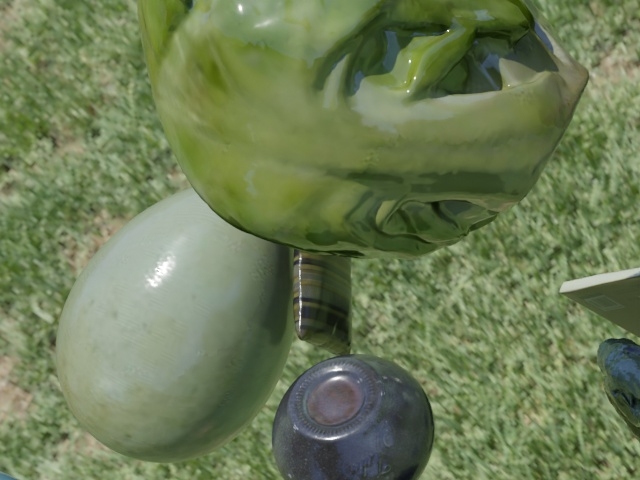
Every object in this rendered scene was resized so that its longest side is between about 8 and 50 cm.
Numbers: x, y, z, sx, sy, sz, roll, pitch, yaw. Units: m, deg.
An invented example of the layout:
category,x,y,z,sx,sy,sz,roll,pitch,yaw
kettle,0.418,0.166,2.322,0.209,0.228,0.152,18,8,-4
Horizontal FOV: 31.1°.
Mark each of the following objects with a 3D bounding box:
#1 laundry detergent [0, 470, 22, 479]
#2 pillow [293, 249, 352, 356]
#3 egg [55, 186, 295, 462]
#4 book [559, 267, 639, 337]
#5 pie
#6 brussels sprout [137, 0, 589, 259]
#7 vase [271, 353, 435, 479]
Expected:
category,x,y,z,sx,sy,sz,roll,pitch,yaw
laundry detergent,-0.229,0.225,0.519,0.287,0.305,0.287,-53,19,27
pillow,0.000,0.000,1.055,0.038,0.113,0.203,-6,73,21
egg,-0.130,0.075,1.105,0.218,0.218,0.295,49,116,43
book,0.473,0.114,1.398,0.021,0.310,0.217,-66,15,-17
pie,0.417,0.241,1.322,0.071,0.306,0.306,-39,47,6
brussels sprout,0.021,-0.134,0.818,0.247,0.328,0.328,131,157,-62
vase,0.035,0.165,0.863,0.120,0.183,0.120,-11,49,13
